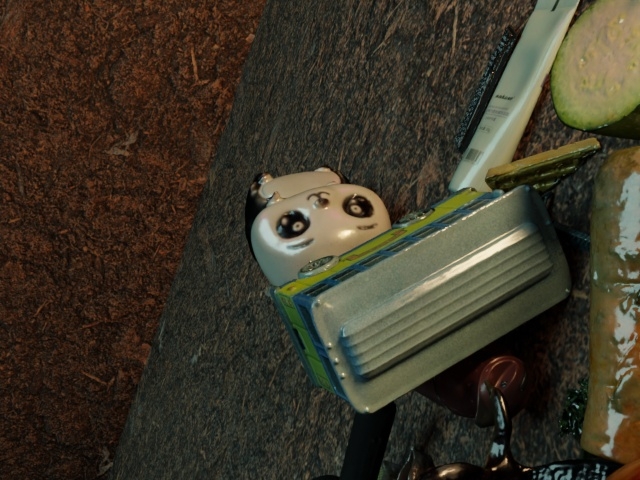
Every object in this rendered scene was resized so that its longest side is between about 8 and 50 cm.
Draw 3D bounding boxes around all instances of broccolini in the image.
[{"bbox_3d":[0.263,0.266,0.907,0.071,0.058,0.254,47,-125,-67],"label":"broccolini"}]

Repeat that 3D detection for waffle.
[{"bbox_3d":[0.295,-0.080,1.119,0.153,0.097,0.023,-17,51,28],"label":"waffle"}]

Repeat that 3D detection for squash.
[{"bbox_3d":[0.340,-0.179,0.918,0.170,0.123,0.170,-164,90,-70],"label":"squash"}]

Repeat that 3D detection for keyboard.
[{"bbox_3d":[0.246,-0.227,1.319,0.074,0.015,0.196,-75,6,-66],"label":"keyboard"}]

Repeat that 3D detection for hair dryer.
[{"bbox_3d":[0.054,0.325,1.266,0.189,0.107,0.352,-125,44,-62],"label":"hair dryer"}]

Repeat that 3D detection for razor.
[{"bbox_3d":[0.301,-0.008,1.039,0.066,0.033,0.190,-33,26,-6],"label":"razor"}]

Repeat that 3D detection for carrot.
[{"bbox_3d":[0.312,0.058,0.820,0.139,0.139,0.301,-172,91,-69],"label":"carrot"}]

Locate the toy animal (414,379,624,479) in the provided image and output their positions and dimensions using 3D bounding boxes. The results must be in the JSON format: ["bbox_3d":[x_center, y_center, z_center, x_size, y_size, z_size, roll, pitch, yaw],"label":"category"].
[{"bbox_3d":[0.174,0.247,0.889,0.197,0.273,0.160,-105,20,-46],"label":"toy animal"}]

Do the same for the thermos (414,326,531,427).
[{"bbox_3d":[0.178,0.156,1.151,0.330,0.136,0.109,-164,62,-70],"label":"thermos"}]

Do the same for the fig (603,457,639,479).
[{"bbox_3d":[0.294,0.265,0.639,0.235,0.215,0.234,11,104,50],"label":"fig"}]

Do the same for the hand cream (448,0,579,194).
[{"bbox_3d":[0.267,-0.195,1.228,0.320,0.067,0.109,-68,20,5],"label":"hand cream"}]

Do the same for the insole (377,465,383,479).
[{"bbox_3d":[0.059,0.407,1.398,0.253,0.005,0.086,137,143,-55],"label":"insole"}]

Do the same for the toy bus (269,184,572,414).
[{"bbox_3d":[0.118,0.059,1.052,0.152,0.312,0.190,66,163,-11],"label":"toy bus"}]

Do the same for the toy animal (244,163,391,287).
[{"bbox_3d":[0.000,0.000,1.540,0.310,0.251,0.250,-120,49,-63],"label":"toy animal"}]

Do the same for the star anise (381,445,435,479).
[{"bbox_3d":[0.138,0.369,1.101,0.197,0.073,0.212,-12,73,58],"label":"star anise"}]
